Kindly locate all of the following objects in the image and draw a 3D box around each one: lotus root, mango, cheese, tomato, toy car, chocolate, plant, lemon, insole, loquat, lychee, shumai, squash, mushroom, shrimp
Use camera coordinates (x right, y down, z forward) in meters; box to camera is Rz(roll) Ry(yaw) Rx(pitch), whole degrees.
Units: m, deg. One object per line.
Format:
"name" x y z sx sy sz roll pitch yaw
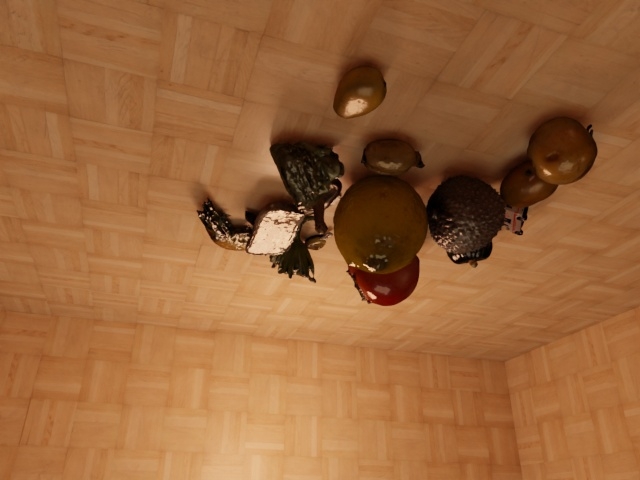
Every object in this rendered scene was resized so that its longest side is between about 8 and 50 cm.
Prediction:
"lotus root" 0.240 -0.271 1.741 0.221 0.118 0.125 1 -175 -7
"mango" 0.719 -0.190 1.864 0.176 0.139 0.254 4 158 -10
"cheese" 0.000 -0.001 2.339 0.086 0.036 0.162 17 148 -31
"tomato" 0.283 0.128 2.328 0.322 0.321 0.321 0 152 0
"toy car" 0.751 -0.099 2.083 0.108 0.089 0.209 13 160 22
"chocolate" -0.191 -0.051 2.139 0.185 0.100 0.303 0 142 -26
"plant" -0.086 0.001 2.294 0.251 0.333 0.180 31 -157 27
"lemon" 0.211 -0.049 1.896 0.350 0.387 0.349 5 130 6
"insole" 0.010 -0.142 2.097 0.063 0.010 0.192 25 144 -37
"loquat" 0.755 -0.271 1.649 0.213 0.213 0.213 0 152 0
"lychee" 0.516 -0.086 1.897 0.300 0.300 0.300 0 152 0
"mango" 0.104 -0.412 1.499 0.137 0.098 0.195 15 157 -30
"shumai" -0.037 -0.242 1.778 0.218 0.189 0.256 -22 133 4
"squash" 0.633 0.031 2.273 0.193 0.156 0.193 16 172 2
"mushroom" -0.014 -0.108 1.940 0.148 0.217 0.227 10 151 -19
"shrimp" -0.352 -0.062 2.185 0.272 0.085 0.445 -12 153 12
